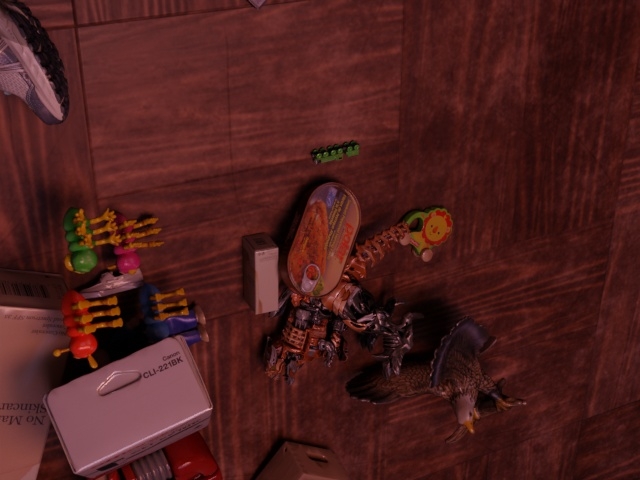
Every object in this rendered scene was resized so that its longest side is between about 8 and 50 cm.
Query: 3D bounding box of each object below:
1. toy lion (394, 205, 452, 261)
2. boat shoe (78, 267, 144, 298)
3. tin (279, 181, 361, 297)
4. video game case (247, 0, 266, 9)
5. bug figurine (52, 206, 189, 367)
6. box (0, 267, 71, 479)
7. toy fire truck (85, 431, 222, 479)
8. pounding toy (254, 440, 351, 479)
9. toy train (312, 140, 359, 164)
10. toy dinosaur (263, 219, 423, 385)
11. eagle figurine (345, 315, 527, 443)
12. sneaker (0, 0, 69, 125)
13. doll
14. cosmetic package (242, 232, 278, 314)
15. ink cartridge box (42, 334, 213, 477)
[{"bbox_3d":[0.182,-0.020,1.639,0.100,0.034,0.096,34,89,-37],"label":"toy lion"},{"bbox_3d":[-0.313,0.062,1.407,0.100,0.035,0.035,-14,94,-18],"label":"boat shoe"},{"bbox_3d":[0.000,0.000,1.496,0.106,0.040,0.190,28,73,-25],"label":"tin"},{"bbox_3d":[-0.112,-0.467,1.244,0.196,0.026,0.274,-50,126,2],"label":"video game case"},{"bbox_3d":[-0.286,0.061,1.312,0.072,0.279,0.216,-12,85,20],"label":"bug figurine"},{"bbox_3d":[-0.456,0.204,1.343,0.148,0.121,0.311,6,112,-31],"label":"box"},{"bbox_3d":[-0.287,0.350,1.516,0.217,0.158,0.246,-23,134,-17],"label":"toy fire truck"},{"bbox_3d":[-0.042,0.479,1.741,0.181,0.094,0.206,22,112,-40],"label":"pounding toy"},{"bbox_3d":[0.024,-0.138,1.496,0.083,0.017,0.024,-15,132,-22],"label":"toy train"},{"bbox_3d":[0.044,0.115,1.567,0.218,0.164,0.322,34,118,-21],"label":"toy dinosaur"},{"bbox_3d":[0.223,0.244,1.680,0.298,0.225,0.226,32,86,-30],"label":"eagle figurine"},{"bbox_3d":[-0.416,-0.249,1.159,0.122,0.110,0.283,-27,124,8],"label":"sneaker"},{"bbox_3d":[-0.269,0.165,1.473,0.189,0.046,0.129,-18,126,-20],"label":"doll"},{"bbox_3d":[-0.095,0.053,1.503,0.041,0.060,0.115,-10,118,-22],"label":"cosmetic package"},{"bbox_3d":[-0.263,0.241,1.335,0.197,0.114,0.273,-24,168,-14],"label":"ink cartridge box"}]
